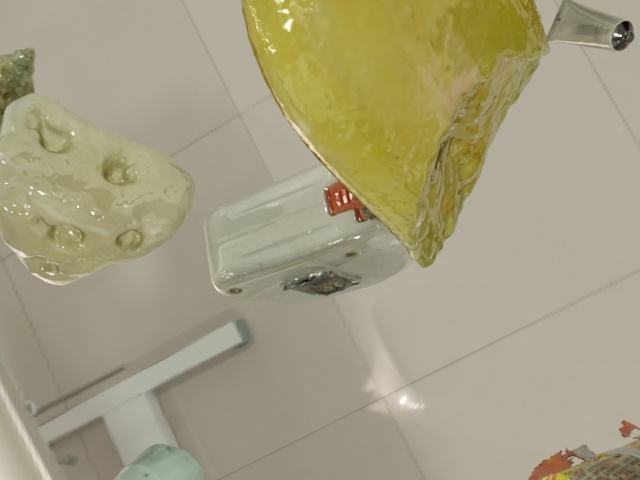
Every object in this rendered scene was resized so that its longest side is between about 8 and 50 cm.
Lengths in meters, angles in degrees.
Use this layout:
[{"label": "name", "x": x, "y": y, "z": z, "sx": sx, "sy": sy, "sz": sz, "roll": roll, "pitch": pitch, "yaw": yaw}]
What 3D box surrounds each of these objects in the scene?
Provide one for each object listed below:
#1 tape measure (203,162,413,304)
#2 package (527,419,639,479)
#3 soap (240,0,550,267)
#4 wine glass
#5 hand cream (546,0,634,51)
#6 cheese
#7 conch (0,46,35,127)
[{"label": "tape measure", "x": 0.000, "y": 0.000, "z": 1.089, "sx": 0.258, "sy": 0.265, "sz": 0.130, "roll": -21, "pitch": 69, "yaw": 26}, {"label": "package", "x": 0.386, "y": 0.298, "z": 0.890, "sx": 0.288, "sy": 0.223, "sz": 0.109, "roll": 44, "pitch": 124, "yaw": 36}, {"label": "soap", "x": 0.087, "y": -0.180, "z": 0.743, "sx": 0.115, "sy": 0.427, "sz": 0.306, "roll": 20, "pitch": 72, "yaw": 42}, {"label": "wine glass", "x": -0.155, "y": 0.220, "z": 0.632, "sx": 0.073, "sy": 0.155, "sz": 0.073, "roll": 11, "pitch": 114, "yaw": 27}, {"label": "hand cream", "x": 0.482, "y": -0.379, "z": 1.513, "sx": 0.186, "sy": 0.054, "sz": 0.087, "roll": 39, "pitch": 112, "yaw": 52}, {"label": "cheese", "x": -0.305, "y": -0.040, "z": 1.119, "sx": 0.251, "sy": 0.248, "sz": 0.174, "roll": 15, "pitch": 55, "yaw": -15}, {"label": "conch", "x": -0.531, "y": -0.172, "z": 1.288, "sx": 0.386, "sy": 0.203, "sz": 0.170, "roll": -25, "pitch": 63, "yaw": 39}]
